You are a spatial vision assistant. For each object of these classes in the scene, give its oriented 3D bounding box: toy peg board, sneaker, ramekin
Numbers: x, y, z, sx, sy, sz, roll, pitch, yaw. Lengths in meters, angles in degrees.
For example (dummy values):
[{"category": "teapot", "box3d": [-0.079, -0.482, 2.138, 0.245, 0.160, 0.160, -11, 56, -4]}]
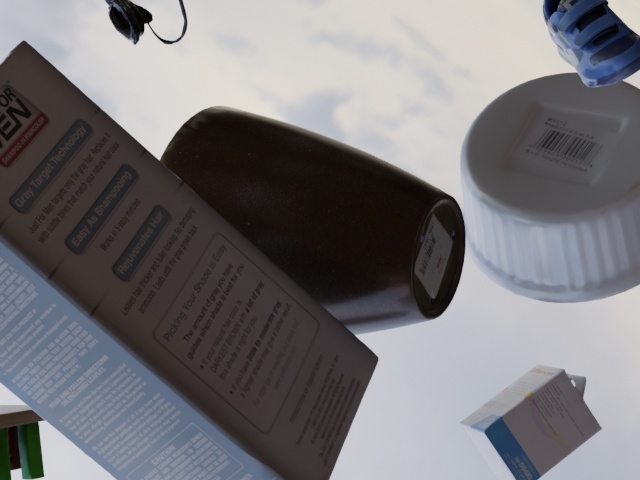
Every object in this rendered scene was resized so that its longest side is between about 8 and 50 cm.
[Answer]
[{"category": "toy peg board", "box3d": [-0.389, 0.225, 1.705, 0.161, 0.160, 0.079, -3, -92, -49]}, {"category": "sneaker", "box3d": [0.211, -0.162, 1.236, 0.059, 0.053, 0.144, 62, 176, -26]}, {"category": "ramekin", "box3d": [0.295, -0.072, 1.880, 0.135, 0.277, 0.277, 70, 173, -46]}]

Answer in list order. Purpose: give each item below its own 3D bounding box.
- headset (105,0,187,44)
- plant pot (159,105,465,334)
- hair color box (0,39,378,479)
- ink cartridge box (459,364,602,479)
[{"category": "headset", "box3d": [-0.087, -0.364, 1.620, 0.243, 0.394, 0.185, 23, -154, -47]}, {"category": "plant pot", "box3d": [0.000, 0.000, 1.377, 0.230, 0.215, 0.215, 9, -175, 29]}, {"category": "hair color box", "box3d": [-0.145, 0.047, 1.174, 0.374, 0.113, 0.185, 43, -145, -11]}, {"category": "ink cartridge box", "box3d": [0.259, 0.217, 1.897, 0.090, 0.143, 0.092, 57, 169, -8]}]
